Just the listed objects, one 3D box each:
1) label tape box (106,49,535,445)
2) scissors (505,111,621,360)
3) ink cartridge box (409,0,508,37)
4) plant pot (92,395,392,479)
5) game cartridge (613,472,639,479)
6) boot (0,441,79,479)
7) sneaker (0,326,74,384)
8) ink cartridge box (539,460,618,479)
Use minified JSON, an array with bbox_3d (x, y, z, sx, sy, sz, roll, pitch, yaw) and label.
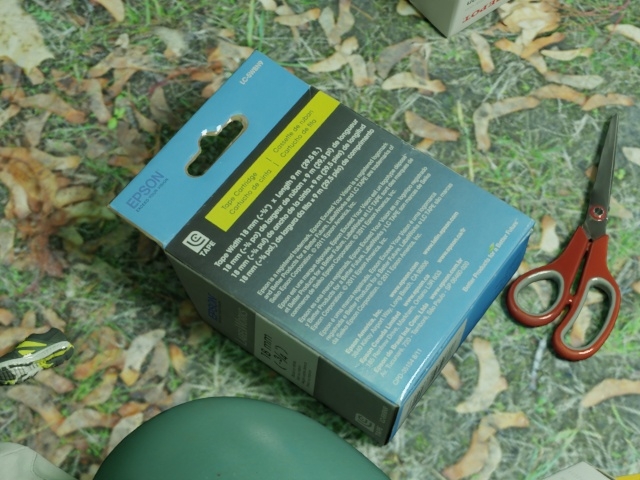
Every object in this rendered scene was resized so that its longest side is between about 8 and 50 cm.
[{"bbox_3d":[0.000,0.000,1.276,0.334,0.106,0.240,33,64,15],"label":"label tape box"},{"bbox_3d":[0.290,-0.007,1.354,0.109,0.021,0.297,27,61,14],"label":"scissors"},{"bbox_3d":[0.189,-0.355,1.417,0.172,0.237,0.100,-34,71,-21],"label":"ink cartridge box"},{"bbox_3d":[-0.059,0.263,1.030,0.293,0.293,0.235,-25,42,-17],"label":"plant pot"},{"bbox_3d":[0.239,0.368,1.121,0.285,0.052,0.323,-7,64,-8],"label":"game cartridge"},{"bbox_3d":[-0.321,0.224,1.145,0.258,0.095,0.123,23,55,-1],"label":"boot"},{"bbox_3d":[-0.276,0.109,1.242,0.083,0.031,0.035,-17,50,-18],"label":"sneaker"},{"bbox_3d":[0.096,0.348,0.929,0.307,0.303,0.072,-20,23,-24],"label":"ink cartridge box"}]
